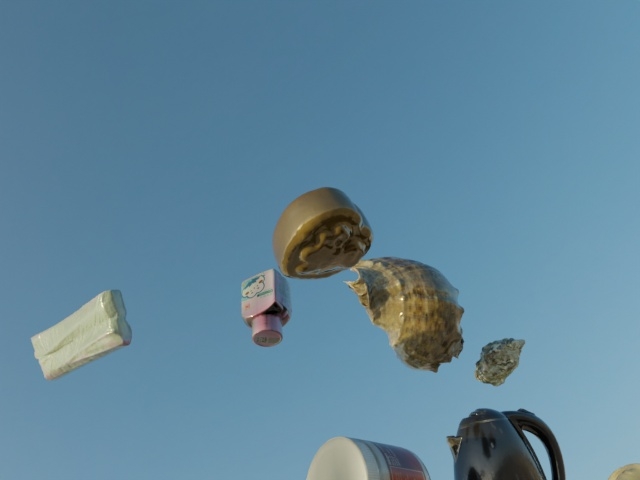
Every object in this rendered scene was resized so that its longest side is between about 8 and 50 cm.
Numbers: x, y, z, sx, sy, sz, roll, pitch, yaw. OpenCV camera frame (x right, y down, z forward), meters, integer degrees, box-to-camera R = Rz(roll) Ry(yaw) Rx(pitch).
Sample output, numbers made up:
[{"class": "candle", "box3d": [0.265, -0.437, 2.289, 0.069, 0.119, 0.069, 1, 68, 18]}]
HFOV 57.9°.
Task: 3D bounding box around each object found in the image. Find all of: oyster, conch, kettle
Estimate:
[{"class": "oyster", "box3d": [0.361, 0.244, 1.173, 0.098, 0.100, 0.037, -1, -26, 35]}, {"class": "conch", "box3d": [0.188, 0.125, 1.108, 0.158, 0.210, 0.291, -21, -53, 38]}, {"class": "kettle", "box3d": [0.432, 0.530, 1.327, 0.268, 0.291, 0.207, -4, -26, -9]}]

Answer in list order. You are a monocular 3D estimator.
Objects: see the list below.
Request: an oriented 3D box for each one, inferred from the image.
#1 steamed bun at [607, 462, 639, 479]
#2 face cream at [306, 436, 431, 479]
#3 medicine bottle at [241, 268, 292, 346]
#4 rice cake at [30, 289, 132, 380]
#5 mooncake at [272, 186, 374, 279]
[{"class": "steamed bun", "box3d": [0.639, 0.503, 1.082, 0.218, 0.211, 0.144, 39, -95, -3]}, {"class": "face cream", "box3d": [0.099, 0.514, 1.178, 0.187, 0.201, 0.201, 23, -62, -32]}, {"class": "medicine bottle", "box3d": [-0.142, 0.181, 1.532, 0.119, 0.188, 0.094, -24, -45, 17]}, {"class": "rice cake", "box3d": [-0.347, 0.144, 0.839, 0.221, 0.080, 0.042, -27, -11, 33]}, {"class": "mooncake", "box3d": [0.000, 0.000, 1.291, 0.234, 0.117, 0.235, -20, -35, -14]}]
